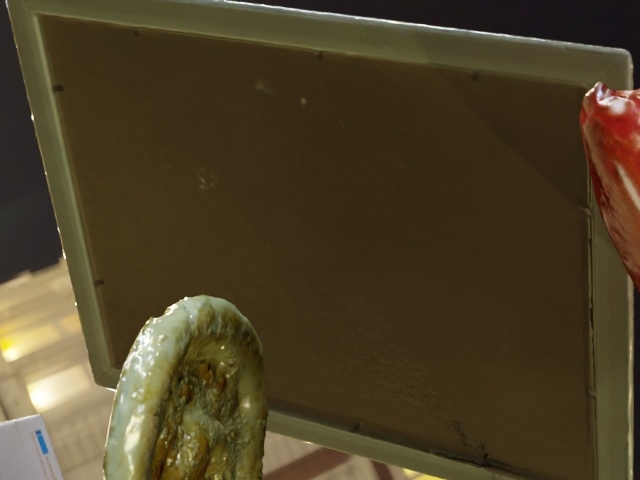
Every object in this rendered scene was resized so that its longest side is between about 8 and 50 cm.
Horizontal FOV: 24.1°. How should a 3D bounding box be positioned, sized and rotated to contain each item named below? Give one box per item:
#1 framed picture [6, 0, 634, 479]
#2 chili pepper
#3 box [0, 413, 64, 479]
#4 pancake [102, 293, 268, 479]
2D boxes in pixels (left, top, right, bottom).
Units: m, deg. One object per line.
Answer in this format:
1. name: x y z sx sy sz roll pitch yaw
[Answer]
1. framed picture: 0.000 0.000 0.664 0.296 0.019 0.232 12 -54 27
2. chili pepper: 0.129 0.012 0.496 0.169 0.065 0.088 53 23 -27
3. box: -0.297 0.235 1.190 0.067 0.233 0.149 -22 -97 34
4. pancake: -0.037 0.063 0.431 0.017 0.108 0.108 9 -57 18
